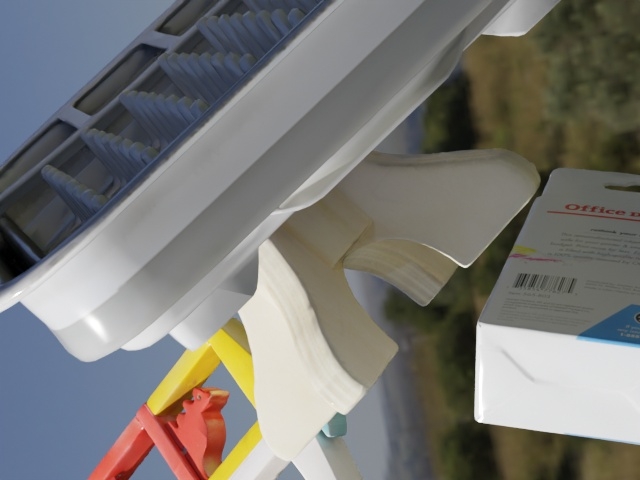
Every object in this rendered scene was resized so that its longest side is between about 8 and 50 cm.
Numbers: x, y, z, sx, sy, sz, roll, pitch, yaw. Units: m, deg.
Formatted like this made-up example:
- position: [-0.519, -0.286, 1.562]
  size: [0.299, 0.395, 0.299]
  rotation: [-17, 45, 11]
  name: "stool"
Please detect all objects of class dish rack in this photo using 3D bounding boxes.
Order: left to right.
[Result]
- position: [-0.028, -0.062, 0.723]
  size: [0.072, 0.285, 0.333]
  rotation: [48, 173, -13]
  name: "dish rack"

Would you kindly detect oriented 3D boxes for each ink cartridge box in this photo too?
- position: [0.152, 0.030, 0.916]
  size: [0.181, 0.104, 0.061]
  rotation: [-56, -32, -56]
  name: "ink cartridge box"

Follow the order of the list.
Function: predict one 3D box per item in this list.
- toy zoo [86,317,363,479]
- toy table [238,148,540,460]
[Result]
- position: [-0.074, 0.192, 1.235]
  size: [0.030, 0.293, 0.192]
  rotation: [4, -139, -52]
  name: "toy zoo"
- position: [0.000, 0.000, 1.085]
  size: [0.161, 0.274, 0.252]
  rotation: [40, -144, 2]
  name: "toy table"
